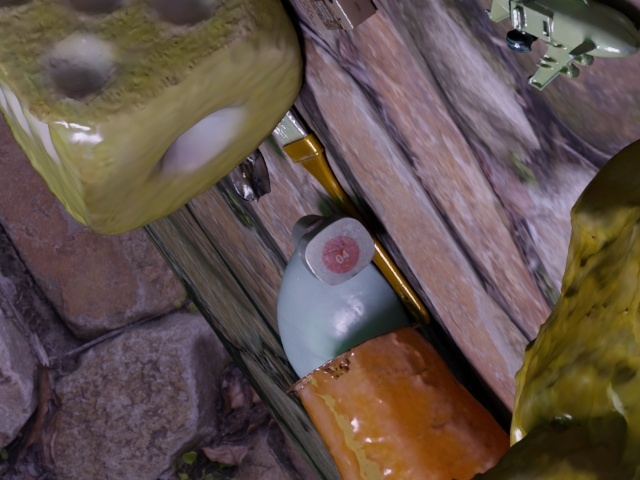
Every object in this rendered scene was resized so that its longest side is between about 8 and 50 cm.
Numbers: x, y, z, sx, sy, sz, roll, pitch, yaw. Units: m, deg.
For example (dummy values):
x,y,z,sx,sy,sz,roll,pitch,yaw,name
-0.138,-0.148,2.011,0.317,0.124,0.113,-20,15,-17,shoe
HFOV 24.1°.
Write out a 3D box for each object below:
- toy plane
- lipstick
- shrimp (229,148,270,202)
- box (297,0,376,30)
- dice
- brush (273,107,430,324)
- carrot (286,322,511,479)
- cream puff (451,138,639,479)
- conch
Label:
x,y,z,sx,sy,sz,roll,pitch,yaw,name
0.115,-0.112,0.740,0.111,0.040,0.102,44,155,47,toy plane
-0.001,-0.001,1.450,0.057,0.063,0.186,54,174,-12,lipstick
-0.094,-0.136,1.465,0.152,0.046,0.219,-145,33,-77,shrimp
0.004,-0.175,1.048,0.053,0.024,0.083,57,170,-15,box
-0.166,-0.164,1.255,0.233,0.227,0.238,51,168,14,dice
0.025,-0.028,1.433,0.272,0.013,0.103,54,170,-6,brush
0.105,0.210,1.436,0.254,0.196,0.196,58,170,12,carrot
0.175,0.127,0.645,0.323,0.270,0.274,56,174,-1,cream puff
0.030,0.091,1.569,0.185,0.121,0.221,-18,106,47,conch
